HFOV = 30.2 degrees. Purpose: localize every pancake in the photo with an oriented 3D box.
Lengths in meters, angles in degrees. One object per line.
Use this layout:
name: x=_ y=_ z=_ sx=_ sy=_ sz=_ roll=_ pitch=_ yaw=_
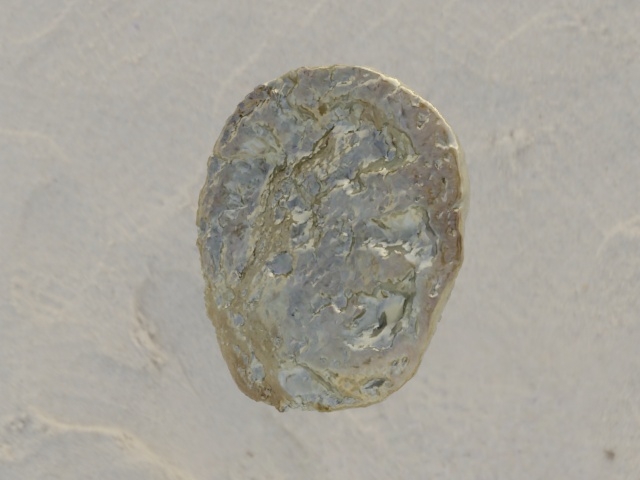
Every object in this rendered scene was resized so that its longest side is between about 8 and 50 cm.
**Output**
pancake: x=-0.001 y=0.000 z=0.495 sx=0.151 sy=0.025 sz=0.151 roll=-7 pitch=77 yaw=36
